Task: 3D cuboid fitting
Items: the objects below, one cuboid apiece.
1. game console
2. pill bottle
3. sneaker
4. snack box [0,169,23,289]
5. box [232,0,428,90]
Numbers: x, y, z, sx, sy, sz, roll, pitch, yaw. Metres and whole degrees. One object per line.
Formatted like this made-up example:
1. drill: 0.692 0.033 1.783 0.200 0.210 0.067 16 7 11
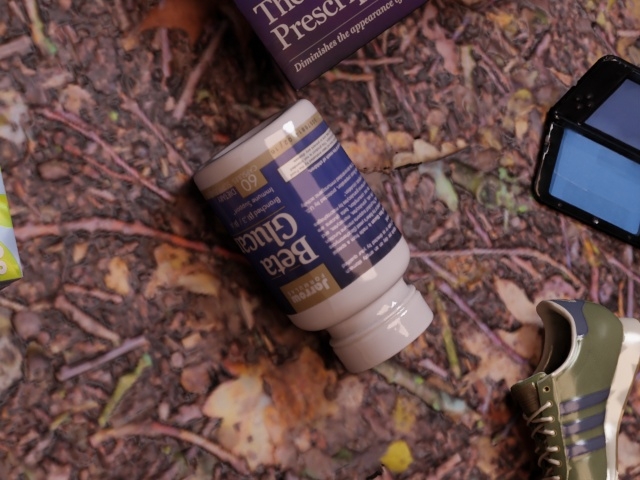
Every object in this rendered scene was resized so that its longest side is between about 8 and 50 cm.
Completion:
1. game console: 0.239 -0.067 1.125 0.122 0.107 0.071 23 41 -24
2. pill bottle: 0.000 0.000 0.959 0.094 0.094 0.169 -39 99 -30
3. sneaker: 0.171 0.130 1.051 0.086 0.064 0.192 24 68 -15
4. snack box: -0.279 -0.059 0.829 0.174 0.070 0.207 -9 85 -30
5. box: 0.043 -0.249 0.947 0.184 0.261 0.103 55 16 -6
